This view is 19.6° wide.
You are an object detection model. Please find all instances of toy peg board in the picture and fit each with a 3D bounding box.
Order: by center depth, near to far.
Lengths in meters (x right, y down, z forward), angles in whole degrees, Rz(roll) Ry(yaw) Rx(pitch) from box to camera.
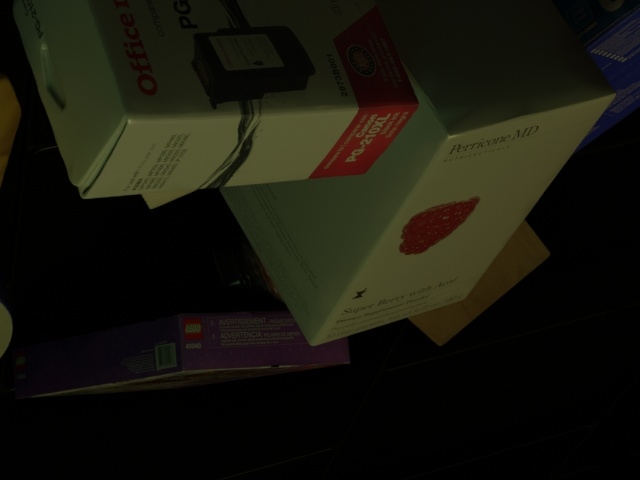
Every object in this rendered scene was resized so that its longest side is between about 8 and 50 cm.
[{"bbox_3d":[0.147,0.018,1.993,0.160,0.079,0.161,-40,156,4],"label":"toy peg board"}]

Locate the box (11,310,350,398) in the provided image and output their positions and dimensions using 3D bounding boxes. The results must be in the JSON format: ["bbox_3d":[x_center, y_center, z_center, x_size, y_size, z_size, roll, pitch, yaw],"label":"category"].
[{"bbox_3d":[-0.141,0.112,1.810,0.201,0.057,0.293,1,171,-41],"label":"box"}]

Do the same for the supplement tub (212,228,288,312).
[{"bbox_3d":[0.000,0.000,1.758,0.197,0.106,0.106,-24,157,3],"label":"supplement tub"}]

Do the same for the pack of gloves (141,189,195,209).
[{"bbox_3d":[-0.057,-0.091,1.585,0.232,0.046,0.195,-22,157,0],"label":"pack of gloves"}]

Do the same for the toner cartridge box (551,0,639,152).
[{"bbox_3d":[0.254,-0.179,1.626,0.348,0.075,0.165,-37,152,32],"label":"toner cartridge box"}]

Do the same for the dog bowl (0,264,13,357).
[{"bbox_3d":[-0.390,0.056,1.517,0.264,0.104,0.265,-16,153,-8],"label":"dog bowl"}]

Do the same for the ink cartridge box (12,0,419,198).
[{"bbox_3d":[-0.075,-0.133,1.309,0.237,0.172,0.100,-6,152,-33],"label":"ink cartridge box"}]

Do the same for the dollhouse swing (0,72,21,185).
[{"bbox_3d":[-0.418,0.000,1.259,0.315,0.305,0.347,20,117,0],"label":"dollhouse swing"}]

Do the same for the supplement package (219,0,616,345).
[{"bbox_3d":[0.070,-0.078,1.509,0.177,0.175,0.293,-15,153,-33],"label":"supplement package"}]
